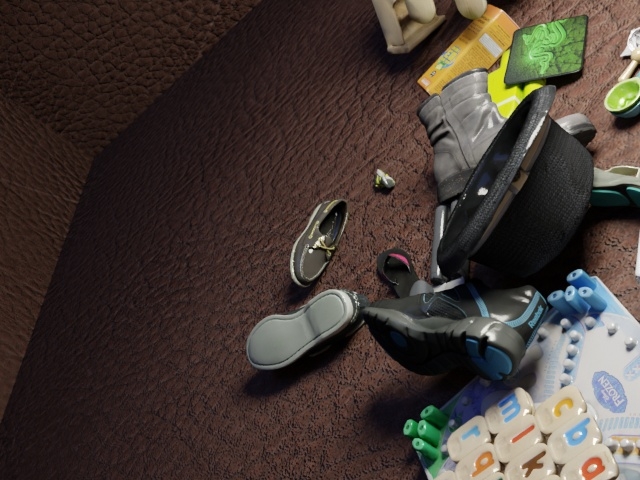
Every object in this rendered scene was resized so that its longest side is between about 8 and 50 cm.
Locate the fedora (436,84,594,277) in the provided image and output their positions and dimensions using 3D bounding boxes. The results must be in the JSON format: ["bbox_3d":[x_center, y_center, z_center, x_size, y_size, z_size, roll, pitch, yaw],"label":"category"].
[{"bbox_3d":[0.316,-0.065,1.338,0.334,0.152,0.334,-60,1,2],"label":"fedora"}]

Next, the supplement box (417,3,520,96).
[{"bbox_3d":[0.322,-0.397,1.895,0.233,0.080,0.078,-49,27,11],"label":"supplement box"}]

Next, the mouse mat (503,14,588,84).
[{"bbox_3d":[0.441,-0.373,1.698,0.152,0.007,0.190,-7,43,28],"label":"mouse mat"}]

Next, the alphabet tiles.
[{"bbox_3d":[0.244,0.316,1.116,0.278,0.021,0.284,-41,23,17],"label":"alphabet tiles"}]

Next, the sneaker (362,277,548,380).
[{"bbox_3d":[0.203,0.131,1.355,0.139,0.125,0.340,-46,27,-26],"label":"sneaker"}]

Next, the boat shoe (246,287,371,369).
[{"bbox_3d":[-0.026,0.184,1.744,0.302,0.091,0.114,-25,71,38],"label":"boat shoe"}]

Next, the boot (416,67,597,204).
[{"bbox_3d":[0.312,-0.216,1.560,0.338,0.118,0.223,-23,72,41],"label":"boot"}]

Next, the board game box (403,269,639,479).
[{"bbox_3d":[0.306,0.269,1.186,0.390,0.050,0.390,-45,30,14],"label":"board game box"}]

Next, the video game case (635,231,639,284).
[{"bbox_3d":[0.542,-0.064,1.168,0.204,0.025,0.285,-1,54,29],"label":"video game case"}]

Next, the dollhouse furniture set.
[{"bbox_3d":[0.309,-0.583,1.962,0.394,0.257,0.362,8,42,43],"label":"dollhouse furniture set"}]

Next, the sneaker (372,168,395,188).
[{"bbox_3d":[0.139,-0.127,1.916,0.035,0.031,0.083,-60,22,16],"label":"sneaker"}]

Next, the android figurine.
[{"bbox_3d":[0.338,-0.260,1.737,0.248,0.056,0.273,-26,37,39],"label":"android figurine"}]

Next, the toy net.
[{"bbox_3d":[0.552,-0.303,1.477,0.122,0.045,0.232,-23,39,43],"label":"toy net"}]

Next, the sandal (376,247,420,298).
[{"bbox_3d":[0.148,0.058,1.672,0.067,0.040,0.179,-48,28,9],"label":"sandal"}]

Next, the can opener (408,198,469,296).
[{"bbox_3d":[0.213,0.043,1.533,0.076,0.095,0.284,-24,46,42],"label":"can opener"}]

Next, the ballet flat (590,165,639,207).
[{"bbox_3d":[0.478,-0.080,1.309,0.068,0.072,0.213,-53,27,-9],"label":"ballet flat"}]

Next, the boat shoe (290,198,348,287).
[{"bbox_3d":[0.000,0.000,1.916,0.068,0.081,0.228,-24,37,48],"label":"boat shoe"}]
